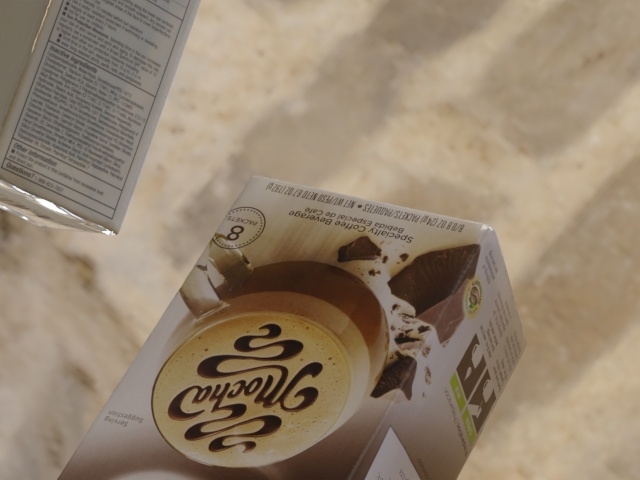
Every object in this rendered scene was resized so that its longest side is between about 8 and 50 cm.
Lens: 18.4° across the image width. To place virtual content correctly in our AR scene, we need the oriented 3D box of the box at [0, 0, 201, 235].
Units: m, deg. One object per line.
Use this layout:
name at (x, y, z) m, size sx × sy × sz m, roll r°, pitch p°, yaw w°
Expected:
box at (-0.200, -0.175, 1.633) m, size 0.121 × 0.148 × 0.311 m, roll 5°, pitch -108°, yaw 50°

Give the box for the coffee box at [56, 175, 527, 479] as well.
coffee box at (-0.024, 0.119, 1.125) m, size 0.297 × 0.168 × 0.119 m, roll -59°, pitch 147°, yaw -30°
